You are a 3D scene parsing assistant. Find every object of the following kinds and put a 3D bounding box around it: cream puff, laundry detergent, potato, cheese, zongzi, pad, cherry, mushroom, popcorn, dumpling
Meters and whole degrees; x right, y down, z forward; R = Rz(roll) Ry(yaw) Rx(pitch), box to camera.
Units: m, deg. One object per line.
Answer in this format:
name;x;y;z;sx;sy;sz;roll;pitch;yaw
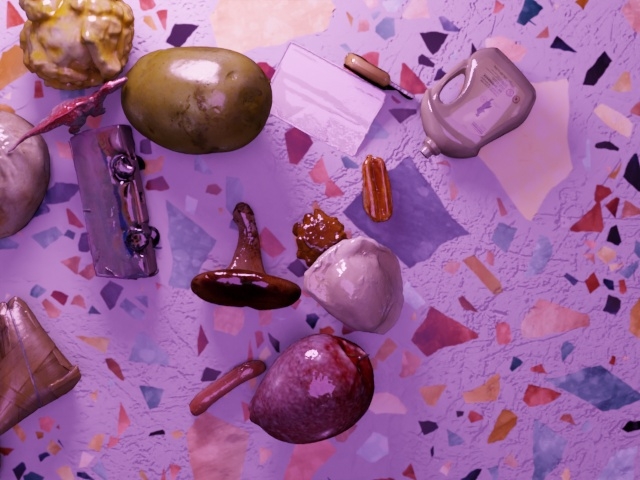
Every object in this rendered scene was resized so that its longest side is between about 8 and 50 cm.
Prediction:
cream puff;0.000;0.000;1.804;0.116;0.094;0.122;0;67;6
laundry detergent;0.303;-0.263;1.790;0.253;0.091;0.181;-41;92;2
potato;-0.245;-0.278;1.720;0.304;0.216;0.216;11;93;10
cheese;0.124;-0.333;1.795;0.162;0.086;0.036;28;99;-17
zongzi;-0.648;0.266;1.758;0.256;0.115;0.228;-37;91;-30
pad;0.005;-0.292;1.812;0.232;0.004;0.156;27;104;-2
cherry;-0.014;0.301;1.754;0.300;0.230;0.203;-32;80;16
mushroom;-0.659;-0.118;1.746;0.189;0.164;0.267;42;92;-2
mushroom;-0.143;0.029;1.795;0.226;0.148;0.218;8;77;-7
popcorn;-0.477;-0.408;1.716;0.256;0.195;0.255;-39;81;24
dumpling;0.090;0.092;1.786;0.252;0.131;0.179;35;86;-27

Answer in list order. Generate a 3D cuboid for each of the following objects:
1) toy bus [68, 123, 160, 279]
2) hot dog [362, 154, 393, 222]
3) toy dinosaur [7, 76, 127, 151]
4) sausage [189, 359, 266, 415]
toy bus;-0.418;-0.073;1.783;0.137;0.112;0.317;-9;93;4
hot dog;0.116;-0.109;1.823;0.062;0.038;0.144;-9;91;2
toy dinosaur;-0.495;-0.241;1.693;0.242;0.167;0.053;-30;93;-27
sausage;-0.199;0.306;1.841;0.186;0.043;0.043;-34;93;1
